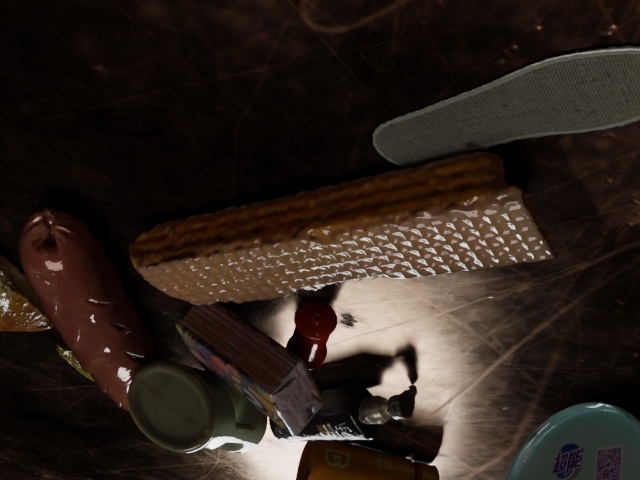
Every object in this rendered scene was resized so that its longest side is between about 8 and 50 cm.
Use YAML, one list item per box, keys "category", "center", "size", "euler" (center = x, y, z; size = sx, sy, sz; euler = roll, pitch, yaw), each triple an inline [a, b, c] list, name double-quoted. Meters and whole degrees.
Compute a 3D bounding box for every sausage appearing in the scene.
- category: "sausage"
  center: [-0.235, 0.105, 0.906]
  size: [0.088, 0.087, 0.433]
  euler: [5, 147, 10]

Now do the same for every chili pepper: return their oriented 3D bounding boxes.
- category: "chili pepper"
  center: [-0.277, 0.183, 1.077]
  size: [0.043, 0.049, 0.208]
  euler: [-42, 125, 11]

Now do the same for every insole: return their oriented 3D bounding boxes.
- category: "insole"
  center: [0.139, -0.090, 0.569]
  size: [0.232, 0.003, 0.080]
  euler: [-12, 141, 31]

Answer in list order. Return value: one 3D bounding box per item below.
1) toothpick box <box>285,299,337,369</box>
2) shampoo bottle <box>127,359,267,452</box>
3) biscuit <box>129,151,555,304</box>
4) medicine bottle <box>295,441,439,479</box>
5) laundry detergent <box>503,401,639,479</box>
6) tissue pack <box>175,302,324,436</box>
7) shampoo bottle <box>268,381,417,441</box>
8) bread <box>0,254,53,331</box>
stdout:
- category: "toothpick box"
  center: [-0.009, 0.100, 0.864]
  size: [0.047, 0.047, 0.083]
  euler: [13, 146, -2]
- category: "shampoo bottle"
  center: [-0.131, 0.206, 0.985]
  size: [0.118, 0.087, 0.234]
  euler: [31, 176, 21]
- category: "biscuit"
  center: [0.000, 0.000, 0.697]
  size: [0.379, 0.054, 0.094]
  euler: [-11, 144, 30]
- category: "medicine bottle"
  center: [0.066, 0.350, 1.178]
  size: [0.192, 0.096, 0.096]
  euler: [16, 147, -7]
- category: "laundry detergent"
  center: [0.401, 0.369, 0.930]
  size: [0.305, 0.287, 0.287]
  euler: [24, 145, -18]
- category: "tissue pack"
  center: [-0.074, 0.132, 0.870]
  size: [0.148, 0.060, 0.108]
  euler: [30, 156, 31]
- category: "shampoo bottle"
  center: [0.028, 0.215, 1.021]
  size: [0.208, 0.063, 0.057]
  euler: [-17, 128, 39]
- category: "bread"
  center: [-0.387, 0.062, 0.906]
  size: [0.136, 0.054, 0.154]
  euler: [-3, 143, 12]
